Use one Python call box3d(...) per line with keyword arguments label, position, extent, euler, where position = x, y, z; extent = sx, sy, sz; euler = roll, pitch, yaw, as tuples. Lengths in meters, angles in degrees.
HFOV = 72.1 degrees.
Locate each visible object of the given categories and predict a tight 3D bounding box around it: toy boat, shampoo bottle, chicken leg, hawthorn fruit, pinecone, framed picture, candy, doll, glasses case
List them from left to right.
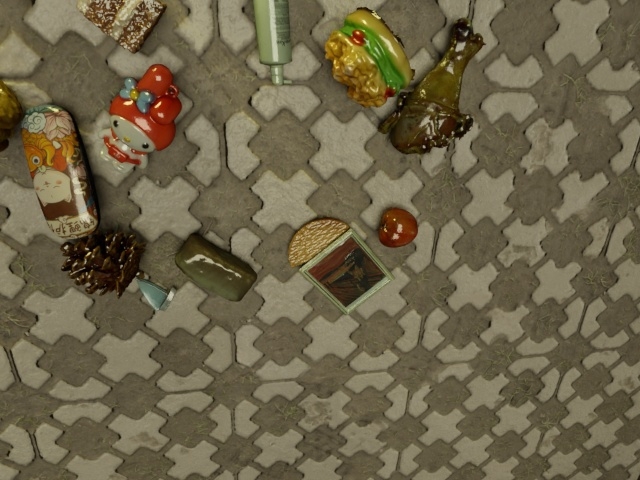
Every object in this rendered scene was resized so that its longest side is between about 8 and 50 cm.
box3d(label="glasses case", position=(-0.629, -0.163, 1.070), extent=(0.122, 0.082, 0.322), euler=(-9, 101, 1))
box3d(label="pinecone", position=(-0.582, 0.056, 1.169), extent=(0.212, 0.186, 0.169), euler=(3, 115, 0))
box3d(label="doll", position=(-0.432, -0.290, 1.071), extent=(0.161, 0.130, 0.290), euler=(40, 116, -18))
box3d(label="toy boat", position=(-0.504, 0.156, 1.320), extent=(0.122, 0.034, 0.096), euler=(31, 105, -13))
box3d(label="candy", position=(-0.305, 0.081, 1.282), extent=(0.233, 0.102, 0.104), euler=(33, 105, -24))
box3d(label="shampoo bottle", position=(-0.115, -0.514, 1.061), extent=(0.085, 0.085, 0.263), euler=(-7, 116, -9))
box3d(label="framed picture", position=(0.091, 0.111, 1.404), extent=(0.216, 0.016, 0.273), euler=(-39, 123, 9))
box3d(label="hawthorn fruit", position=(0.234, -0.034, 1.337), extent=(0.127, 0.128, 0.128), euler=(-4, 115, -10))
box3d(label="chicken leg", position=(0.334, -0.380, 1.184), extent=(0.211, 0.140, 0.361), euler=(35, 107, -15))

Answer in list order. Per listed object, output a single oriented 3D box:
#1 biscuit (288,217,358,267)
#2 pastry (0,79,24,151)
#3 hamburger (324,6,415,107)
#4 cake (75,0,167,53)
box3d(label="biscuit", position=(0.000, -0.001, 1.344), extent=(0.224, 0.033, 0.145), euler=(-19, 118, -6))
box3d(label="pastry", position=(-0.776, -0.304, 0.938), extent=(0.240, 0.235, 0.132), euler=(41, 98, -6))
box3d(label="hamburger", position=(0.105, -0.429, 1.075), extent=(0.149, 0.237, 0.237), euler=(-41, 115, 6))
box3d(label="cake", position=(-0.436, -0.513, 0.969), extent=(0.147, 0.135, 0.135), euler=(34, 102, -30))
